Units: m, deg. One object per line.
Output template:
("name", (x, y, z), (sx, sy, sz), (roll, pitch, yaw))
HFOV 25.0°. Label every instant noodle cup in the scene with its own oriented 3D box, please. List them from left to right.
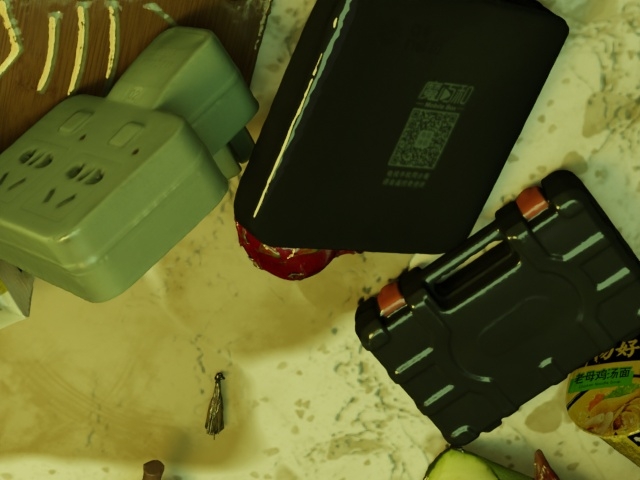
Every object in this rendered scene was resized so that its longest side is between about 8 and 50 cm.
("instant noodle cup", (0.360, 0.176, 1.566), (0.151, 0.151, 0.122), (-39, 124, 13))

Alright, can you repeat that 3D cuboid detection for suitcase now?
("suitcase", (0.201, 0.076, 1.534), (0.286, 0.066, 0.206), (-35, 116, 11))

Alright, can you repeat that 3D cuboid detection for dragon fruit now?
("dragon fruit", (0.000, 0.000, 1.462), (0.191, 0.094, 0.094), (9, 117, -24))

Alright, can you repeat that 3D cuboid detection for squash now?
("squash", (0.259, 0.339, 1.644), (0.288, 0.137, 0.137), (21, 113, -18))

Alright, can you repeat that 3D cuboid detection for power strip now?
("power strip", (-0.169, -0.061, 1.323), (0.261, 0.229, 0.141), (-46, 125, -21))

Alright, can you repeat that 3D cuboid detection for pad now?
("pad", (-0.206, -0.170, 1.386), (0.284, 0.018, 0.286), (10, 117, -12))

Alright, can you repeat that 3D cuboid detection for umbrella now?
("umbrella", (-0.114, 0.183, 1.576), (0.020, 0.031, 0.083), (21, 115, 19))

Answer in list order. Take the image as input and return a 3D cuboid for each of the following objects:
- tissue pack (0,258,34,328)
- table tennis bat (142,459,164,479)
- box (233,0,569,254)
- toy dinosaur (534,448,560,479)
("tissue pack", (-0.376, 0.048, 1.431), (0.149, 0.099, 0.106), (-24, 117, 7))
("table tennis bat", (-0.216, 0.258, 1.614), (0.108, 0.119, 0.170), (-16, 146, -27))
("box", (0.078, -0.116, 1.359), (0.290, 0.073, 0.289), (2, 121, -40))
("toy dinosaur", (0.373, 0.336, 1.624), (0.327, 0.113, 0.206), (-1, 123, -25))
